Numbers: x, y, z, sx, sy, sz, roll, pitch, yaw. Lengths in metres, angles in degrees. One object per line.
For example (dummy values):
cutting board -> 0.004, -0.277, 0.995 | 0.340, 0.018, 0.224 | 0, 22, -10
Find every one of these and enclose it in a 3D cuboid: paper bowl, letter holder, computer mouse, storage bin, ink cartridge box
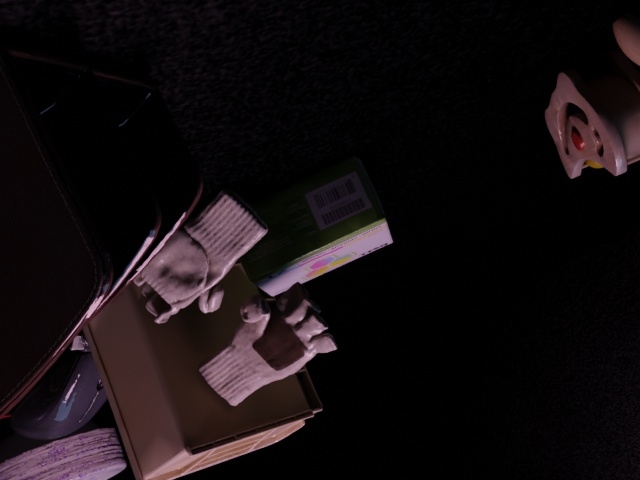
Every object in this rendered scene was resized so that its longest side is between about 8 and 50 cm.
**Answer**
paper bowl -> -0.568, 0.466, 1.707 | 0.284, 0.148, 0.284 | -22, 163, -7
letter holder -> -0.232, 0.034, 0.628 | 0.302, 0.214, 0.152 | -40, 158, 26
computer mouse -> -0.368, 0.225, 1.233 | 0.272, 0.072, 0.188 | -46, 158, 17
storage bin -> -0.161, 0.170, 1.133 | 0.260, 0.262, 0.123 | -5, 153, -47
ink cartridge box -> 0.000, 0.000, 1.112 | 0.189, 0.097, 0.255 | -25, 163, 3

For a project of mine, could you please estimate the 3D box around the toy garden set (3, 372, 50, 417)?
toy garden set -> -0.529, 0.241, 1.236 | 0.204, 0.049, 0.244 | -33, 162, 23

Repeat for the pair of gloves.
pair of gloves -> -0.114, 0.078, 0.979 | 0.204, 0.240, 0.042 | -32, -172, 26

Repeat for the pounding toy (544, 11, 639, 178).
pounding toy -> 0.401, -0.167, 1.034 | 0.155, 0.154, 0.269 | -24, 164, 0
